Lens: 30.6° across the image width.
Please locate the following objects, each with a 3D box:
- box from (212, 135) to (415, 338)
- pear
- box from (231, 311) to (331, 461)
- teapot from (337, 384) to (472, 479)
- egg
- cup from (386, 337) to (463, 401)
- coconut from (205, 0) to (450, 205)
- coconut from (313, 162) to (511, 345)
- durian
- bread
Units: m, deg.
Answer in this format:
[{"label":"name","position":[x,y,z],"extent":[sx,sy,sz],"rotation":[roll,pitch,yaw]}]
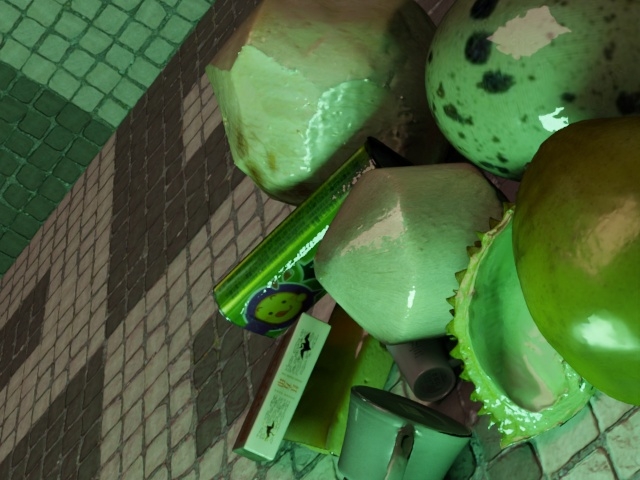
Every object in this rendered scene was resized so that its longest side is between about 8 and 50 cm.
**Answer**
[{"label":"box","position":[0.000,0.000,1.721],"extent":[0.345,0.134,0.097],"rotation":[-43,45,24]},{"label":"pear","position":[0.321,0.005,1.172],"extent":[0.287,0.287,0.375],"rotation":[-54,41,10]},{"label":"box","position":[-0.064,0.228,1.744],"extent":[0.365,0.051,0.205],"rotation":[124,170,-77]},{"label":"teapot","position":[0.088,0.280,1.468],"extent":[0.239,0.162,0.149],"rotation":[-46,-22,-86]},{"label":"egg","position":[0.301,-0.211,1.452],"extent":[0.379,0.287,0.288],"rotation":[8,69,54]},{"label":"cup","position":[0.151,0.153,1.596],"extent":[0.104,0.074,0.116],"rotation":[-27,35,2]},{"label":"coconut","position":[0.005,-0.219,1.841],"extent":[0.415,0.415,0.344],"rotation":[-44,-3,29]},{"label":"coconut","position":[0.119,0.015,1.535],"extent":[0.237,0.265,0.237],"rotation":[169,90,-68]},{"label":"durian","position":[0.279,0.048,1.363],"extent":[0.394,0.163,0.198],"rotation":[-54,31,13]},{"label":"bread","position":[0.062,0.145,1.740],"extent":[0.138,0.077,0.361],"rotation":[-5,58,60]}]
